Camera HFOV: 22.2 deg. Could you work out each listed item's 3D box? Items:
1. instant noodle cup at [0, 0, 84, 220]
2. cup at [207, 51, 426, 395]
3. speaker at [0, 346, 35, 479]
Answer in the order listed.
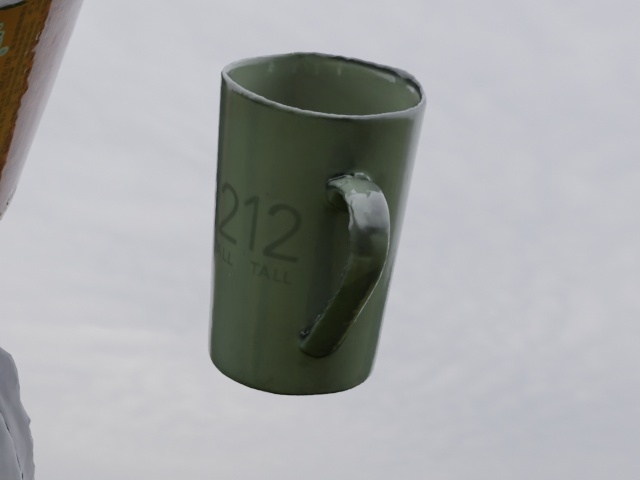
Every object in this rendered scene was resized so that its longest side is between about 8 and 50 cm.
[{"bbox_3d":[-0.206,-0.104,0.714,0.230,0.230,0.182,11,-45,-8],"label":"instant noodle cup"},{"bbox_3d":[0.003,-0.001,0.438,0.054,0.083,0.075,-14,30,-42],"label":"cup"},{"bbox_3d":[0.030,0.169,0.494,0.388,0.184,0.180,15,20,-1],"label":"speaker"}]
